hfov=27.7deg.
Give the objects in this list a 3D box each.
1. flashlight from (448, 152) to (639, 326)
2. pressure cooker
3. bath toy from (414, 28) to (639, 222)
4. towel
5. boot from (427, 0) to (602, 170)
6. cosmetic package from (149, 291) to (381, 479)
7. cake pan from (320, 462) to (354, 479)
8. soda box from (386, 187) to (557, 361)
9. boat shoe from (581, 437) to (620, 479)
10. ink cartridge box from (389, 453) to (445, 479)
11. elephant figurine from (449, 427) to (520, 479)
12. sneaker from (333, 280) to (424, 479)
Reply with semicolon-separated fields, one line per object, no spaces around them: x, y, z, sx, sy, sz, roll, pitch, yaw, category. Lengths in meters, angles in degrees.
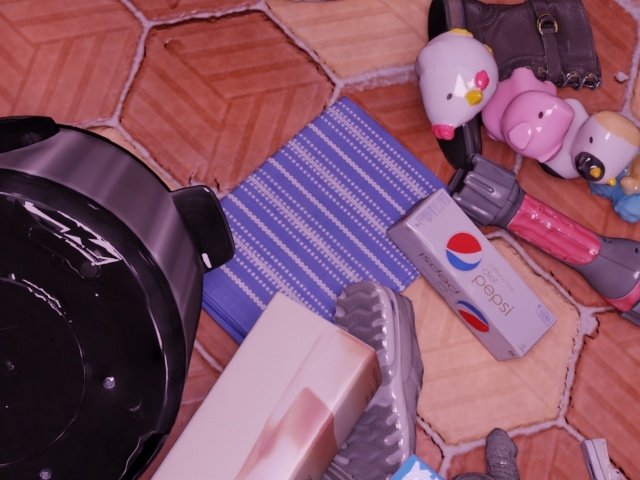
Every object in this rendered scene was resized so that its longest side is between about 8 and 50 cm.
0.302;-0.003;1.591;0.304;0.103;0.103;30;40;-6;flashlight
-0.310;0.069;1.344;0.369;0.420;0.376;23;103;-6;pressure cooker
0.262;-0.134;1.562;0.348;0.151;0.129;23;64;-27;bath toy
0.000;0.000;1.607;0.243;0.040;0.336;44;69;10;towel
0.263;-0.216;1.691;0.228;0.091;0.263;1;77;-16;boot
-0.066;0.223;1.365;0.129;0.153;0.296;31;77;14;cosmetic package
-0.069;0.363;1.427;0.293;0.054;0.293;-1;71;3;cake pan
0.182;0.043;1.567;0.069;0.074;0.216;-42;94;-20;soda box
0.342;0.284;1.550;0.035;0.035;0.100;-10;66;-8;boat shoe
0.140;0.344;1.320;0.231;0.078;0.134;39;83;14;ink cartridge box
0.165;0.337;1.452;0.169;0.186;0.239;-25;68;10;elephant figurine
0.087;0.189;1.509;0.115;0.105;0.281;6;84;-50;sneaker
